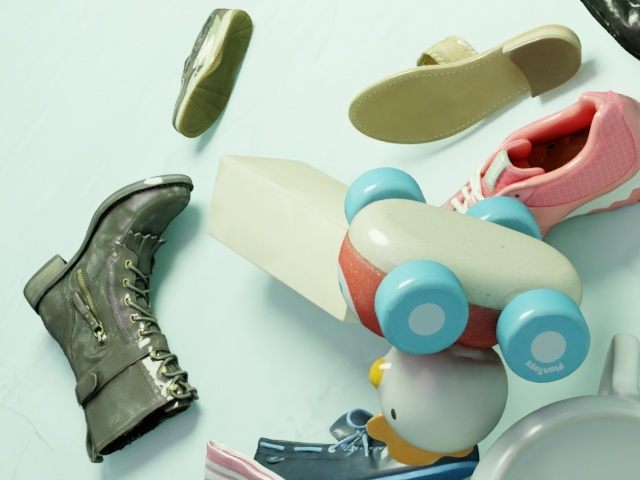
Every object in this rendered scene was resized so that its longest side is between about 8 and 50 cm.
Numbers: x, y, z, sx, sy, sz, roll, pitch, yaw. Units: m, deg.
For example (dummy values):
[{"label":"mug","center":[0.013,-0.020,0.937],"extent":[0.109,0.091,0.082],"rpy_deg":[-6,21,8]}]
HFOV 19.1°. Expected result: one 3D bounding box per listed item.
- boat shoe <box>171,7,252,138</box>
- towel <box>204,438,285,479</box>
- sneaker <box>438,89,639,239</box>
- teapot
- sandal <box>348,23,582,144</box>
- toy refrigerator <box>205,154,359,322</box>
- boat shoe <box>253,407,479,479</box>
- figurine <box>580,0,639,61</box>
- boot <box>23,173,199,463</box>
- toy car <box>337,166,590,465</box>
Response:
[{"label":"boat shoe","center":[-0.124,-0.183,2.065],"extent":[0.049,0.056,0.152],"rpy_deg":[18,77,42]},{"label":"towel","center":[-0.070,0.305,1.843],"extent":[0.144,0.029,0.197],"rpy_deg":[27,120,39]},{"label":"sneaker","center":[0.173,-0.045,1.765],"extent":[0.314,0.136,0.116],"rpy_deg":[-37,57,20]},{"label":"teapot","center":[0.233,0.247,1.616],"extent":[0.256,0.187,0.252],"rpy_deg":[-34,83,-3]},{"label":"sandal","center":[0.145,-0.167,1.875],"extent":[0.240,0.088,0.079],"rpy_deg":[-18,35,22]},{"label":"toy refrigerator","center":[0.000,0.000,1.838],"extent":[0.269,0.102,0.094],"rpy_deg":[30,112,53]},{"label":"boat shoe","center":[0.029,0.202,1.808],"extent":[0.258,0.109,0.089],"rpy_deg":[-13,71,29]},{"label":"figurine","center":[0.365,-0.215,1.715],"extent":[0.215,0.092,0.209],"rpy_deg":[-36,64,14]},{"label":"boot","center":[-0.188,0.083,2.018],"extent":[0.263,0.091,0.229],"rpy_deg":[-43,62,21]},{"label":"toy car","center":[0.094,0.097,1.634],"extent":[0.219,0.210,0.238],"rpy_deg":[-107,33,-62]}]
